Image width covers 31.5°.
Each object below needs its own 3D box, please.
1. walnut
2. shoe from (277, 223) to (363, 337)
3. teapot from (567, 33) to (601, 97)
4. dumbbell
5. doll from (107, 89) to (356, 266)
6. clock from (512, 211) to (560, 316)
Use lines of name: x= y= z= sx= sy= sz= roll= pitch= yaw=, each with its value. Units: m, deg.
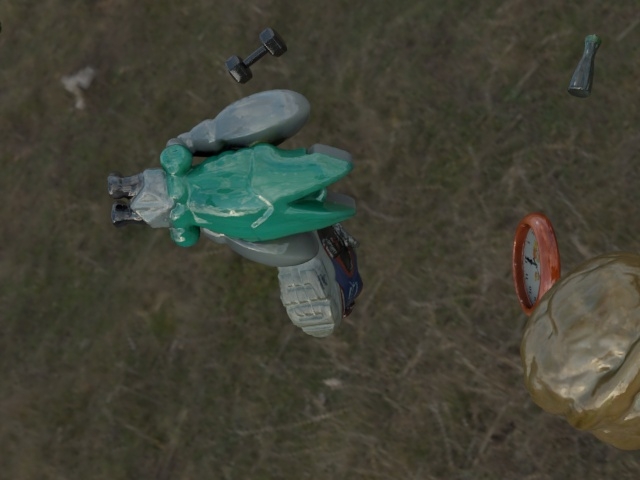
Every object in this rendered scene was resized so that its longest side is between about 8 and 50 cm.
walnut: x=0.446 y=0.152 z=1.610 sx=0.285 sy=0.296 sz=0.285 roll=-58 pitch=-5 yaw=-8
shoe: x=0.000 y=0.000 z=1.424 sx=0.099 sy=0.125 sz=0.228 roll=-13 pitch=95 yaw=49
teapot: x=0.478 y=-0.314 z=2.038 sx=0.042 sy=0.043 sz=0.111 roll=5 pitch=72 yaw=50
dumbbell: x=-0.085 y=-0.242 z=1.493 sx=0.083 sy=0.040 sz=0.036 roll=-36 pitch=20 yaw=14
doll: x=-0.089 y=-0.075 z=1.233 sx=0.153 sy=0.258 sz=0.195 roll=-92 pitch=25 yaw=-61
clock: x=0.413 y=0.048 z=2.155 sx=0.205 sy=0.051 sz=0.205 roll=179 pitch=90 yaw=-82
